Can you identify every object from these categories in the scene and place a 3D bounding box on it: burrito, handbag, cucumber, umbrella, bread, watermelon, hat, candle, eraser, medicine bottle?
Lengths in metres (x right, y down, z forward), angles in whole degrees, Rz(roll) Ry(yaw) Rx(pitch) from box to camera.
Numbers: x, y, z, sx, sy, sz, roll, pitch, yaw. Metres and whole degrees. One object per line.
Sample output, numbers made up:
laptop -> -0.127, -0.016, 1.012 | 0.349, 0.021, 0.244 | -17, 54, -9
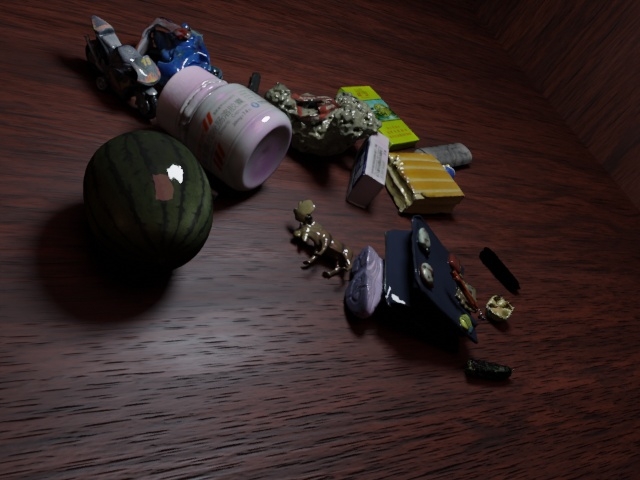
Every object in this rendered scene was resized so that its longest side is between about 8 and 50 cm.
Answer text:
burrito -> 0.623, 0.100, 1.936 | 0.058, 0.045, 0.188 | -27, 71, -39
handbag -> 0.327, 0.122, 1.598 | 0.329, 0.122, 0.303 | 38, 36, -26
cucumber -> 0.476, 0.364, 1.576 | 0.182, 0.053, 0.053 | 13, 45, -26
umbrella -> -0.237, -0.556, 1.996 | 0.036, 0.031, 0.133 | 1, 45, 1
bread -> 0.346, -0.208, 1.995 | 0.246, 0.111, 0.239 | -4, 51, -34
watermelon -> -0.386, -0.097, 1.257 | 0.279, 0.279, 0.359 | -4, 55, -37
hat -> 0.560, 0.220, 1.768 | 0.077, 0.059, 0.076 | 38, 56, 11
candle -> 0.408, 0.155, 1.550 | 0.167, 0.021, 0.026 | 57, 16, -6
eraser -> 0.162, -0.246, 1.893 | 0.086, 0.130, 0.287 | 27, 40, -12
medicine bottle -> -0.271, -0.319, 1.567 | 0.325, 0.256, 0.256 | 37, 40, 13

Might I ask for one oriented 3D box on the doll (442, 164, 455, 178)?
doll -> 0.481, -0.238, 2.153 | 0.098, 0.058, 0.143 | 60, 39, -30

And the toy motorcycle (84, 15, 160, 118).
toy motorcycle -> -0.560, -0.493, 1.602 | 0.307, 0.173, 0.108 | 43, 42, 7

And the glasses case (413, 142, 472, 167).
glasses case -> 0.501, -0.339, 2.266 | 0.299, 0.060, 0.114 | -15, 60, -42

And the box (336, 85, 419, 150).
box -> 0.229, -0.495, 2.244 | 0.187, 0.047, 0.335 | -19, 62, -43

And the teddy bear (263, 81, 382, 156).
teddy bear -> 0.038, -0.425, 1.883 | 0.357, 0.224, 0.367 | 23, 42, 22

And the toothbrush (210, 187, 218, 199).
toothbrush -> -0.398, -0.185, 1.526 | 0.263, 0.026, 0.022 | 30, 34, -7

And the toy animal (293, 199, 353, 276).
toy animal -> 0.000, 0.000, 1.583 | 0.214, 0.094, 0.186 | 32, 44, -15

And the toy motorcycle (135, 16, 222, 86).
toy motorcycle -> -0.459, -0.555, 1.768 | 0.319, 0.241, 0.182 | 61, 4, 36

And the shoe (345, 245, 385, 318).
shoe -> 0.152, 0.134, 1.548 | 0.138, 0.095, 0.245 | 32, 38, -16
